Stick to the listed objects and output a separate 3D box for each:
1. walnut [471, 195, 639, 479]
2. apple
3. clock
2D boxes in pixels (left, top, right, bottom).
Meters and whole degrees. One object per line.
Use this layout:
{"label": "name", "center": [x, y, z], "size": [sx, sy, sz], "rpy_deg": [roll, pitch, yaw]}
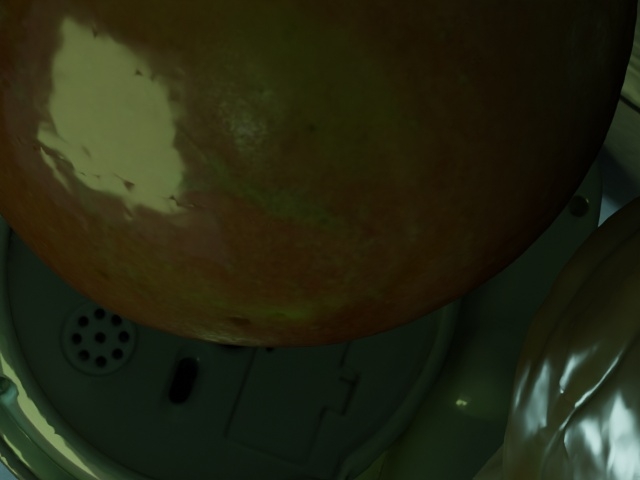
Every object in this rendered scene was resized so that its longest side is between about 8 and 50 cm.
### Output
{"label": "walnut", "center": [0.178, 0.097, 0.442], "size": [0.285, 0.285, 0.296], "rpy_deg": [38, 150, 24]}
{"label": "apple", "center": [-0.021, -0.095, 0.536], "size": [0.253, 0.253, 0.253], "rpy_deg": [41, 170, 9]}
{"label": "clock", "center": [-0.047, 0.017, 0.771], "size": [0.324, 0.265, 0.108], "rpy_deg": [21, 175, -14]}
